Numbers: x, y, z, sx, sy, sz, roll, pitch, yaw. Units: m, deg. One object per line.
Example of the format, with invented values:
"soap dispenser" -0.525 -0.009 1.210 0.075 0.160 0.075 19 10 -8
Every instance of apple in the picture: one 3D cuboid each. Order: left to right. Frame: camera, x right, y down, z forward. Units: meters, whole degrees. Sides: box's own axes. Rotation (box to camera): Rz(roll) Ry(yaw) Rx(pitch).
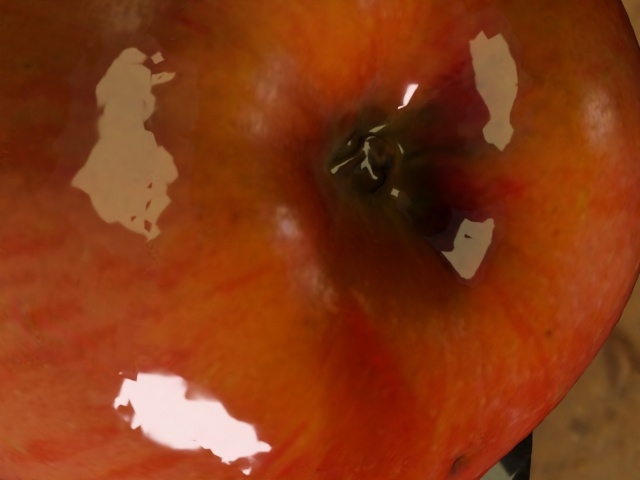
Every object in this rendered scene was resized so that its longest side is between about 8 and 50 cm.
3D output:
"apple" -0.020 -0.020 0.454 0.209 0.164 0.209 -3 97 -25

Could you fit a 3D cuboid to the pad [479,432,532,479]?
"pad" 0.000 0.000 0.557 0.143 0.003 0.211 8 78 -5
